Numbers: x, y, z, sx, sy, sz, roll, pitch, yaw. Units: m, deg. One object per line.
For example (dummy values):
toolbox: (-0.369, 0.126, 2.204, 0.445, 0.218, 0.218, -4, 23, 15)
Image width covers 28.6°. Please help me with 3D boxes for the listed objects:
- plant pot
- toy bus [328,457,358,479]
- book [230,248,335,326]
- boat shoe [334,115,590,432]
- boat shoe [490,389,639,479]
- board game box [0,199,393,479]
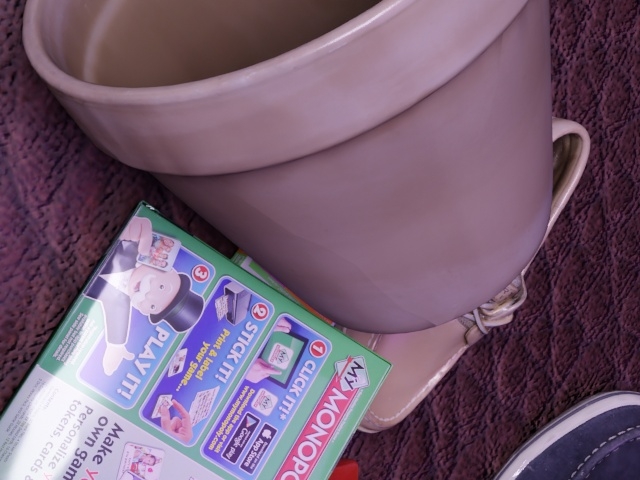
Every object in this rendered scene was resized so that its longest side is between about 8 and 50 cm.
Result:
plant pot: (0.019, -0.100, 0.806, 0.323, 0.323, 0.280, -45, 133, -17)
toy bus: (-0.035, 0.253, 0.964, 0.202, 0.104, 0.191, 27, 86, -35)
book: (0.000, 0.000, 0.970, 0.096, 0.035, 0.144, 45, 75, -30)
boat shoe: (0.113, 0.025, 1.009, 0.109, 0.098, 0.302, 39, 79, -34)
boat shoe: (0.179, 0.352, 1.103, 0.500, 0.156, 0.187, -50, 121, -15)
board game box: (-0.119, 0.164, 0.847, 0.213, 0.046, 0.317, 34, 76, -11)
